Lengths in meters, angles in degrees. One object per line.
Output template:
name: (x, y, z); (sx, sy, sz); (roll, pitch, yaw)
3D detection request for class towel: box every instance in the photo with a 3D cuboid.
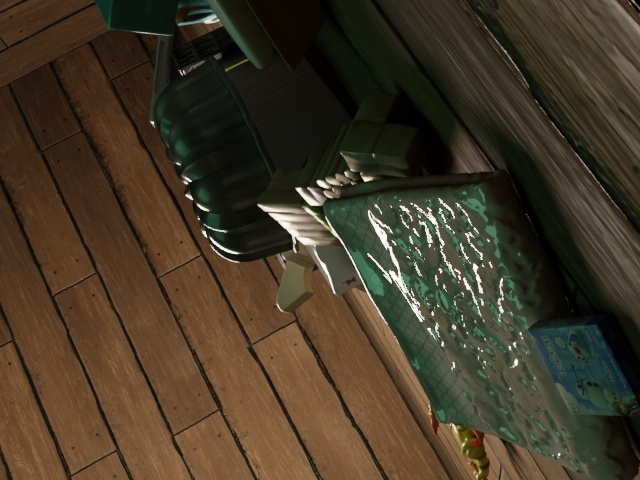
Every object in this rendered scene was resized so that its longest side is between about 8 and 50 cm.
towel: (0.155, 0.083, 1.026); (0.317, 0.053, 0.331); (3, 124, 63)

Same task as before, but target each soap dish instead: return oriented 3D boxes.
soap dish: (-0.115, -0.368, 1.259); (0.229, 0.118, 0.291); (55, 180, -39)

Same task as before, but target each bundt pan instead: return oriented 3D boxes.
bundt pan: (-0.155, -0.107, 1.507); (0.330, 0.124, 0.331); (62, 171, 16)

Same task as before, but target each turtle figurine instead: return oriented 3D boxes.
turtle figurine: (0.251, 0.321, 1.782); (0.269, 0.087, 0.217); (54, -173, -28)

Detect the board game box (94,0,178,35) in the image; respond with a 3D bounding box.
board game box: (-0.203, -0.434, 1.093); (0.253, 0.079, 0.336); (-124, 42, -51)

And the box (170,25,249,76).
box: (-0.144, -0.306, 1.657); (0.045, 0.191, 0.184); (64, 176, 12)

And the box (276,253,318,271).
box: (-0.098, -0.140, 2.286); (0.343, 0.179, 0.312); (57, 173, 46)

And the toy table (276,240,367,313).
toy table: (0.000, 0.000, 1.793); (0.274, 0.252, 0.160); (11, -137, -41)

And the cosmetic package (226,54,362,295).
cosmetic package: (-0.013, -0.124, 1.565); (0.385, 0.156, 0.217); (56, 173, 43)

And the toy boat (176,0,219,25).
toy boat: (-0.218, -0.421, 1.664); (0.318, 0.268, 0.148); (-8, 97, 55)

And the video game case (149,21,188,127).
video game case: (-0.249, -0.262, 1.674); (0.201, 0.023, 0.183); (68, -154, -80)

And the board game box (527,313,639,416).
board game box: (0.231, 0.108, 0.842); (0.090, 0.020, 0.090); (61, 153, -7)

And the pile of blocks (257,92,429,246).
pile of blocks: (0.055, -0.086, 1.209); (0.149, 0.112, 0.362); (31, 159, -16)
